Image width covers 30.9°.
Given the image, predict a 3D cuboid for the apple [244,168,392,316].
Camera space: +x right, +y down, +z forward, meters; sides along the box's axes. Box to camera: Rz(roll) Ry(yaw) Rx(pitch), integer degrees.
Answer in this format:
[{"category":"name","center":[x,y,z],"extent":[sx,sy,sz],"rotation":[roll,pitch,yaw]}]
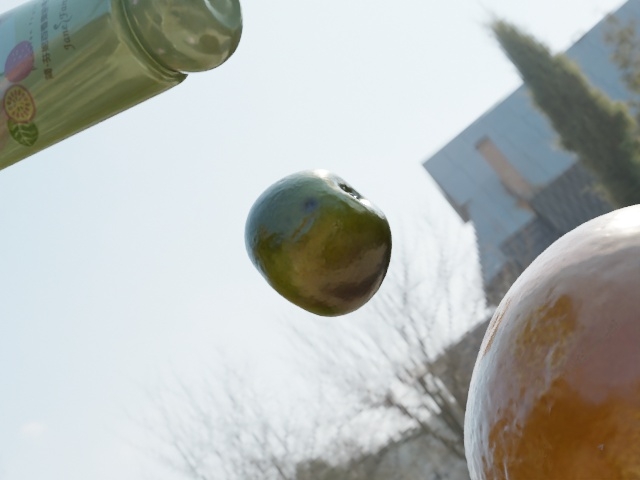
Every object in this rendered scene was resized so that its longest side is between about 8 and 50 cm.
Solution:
[{"category":"apple","center":[0.000,0.000,1.488],"extent":[0.157,0.196,0.196],"rotation":[-52,-17,13]}]

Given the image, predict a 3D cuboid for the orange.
[{"category":"orange","center":[0.246,0.123,0.768],"extent":[0.312,0.312,0.312],"rotation":[-36,-14,-10]}]

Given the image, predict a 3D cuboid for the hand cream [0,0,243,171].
[{"category":"hand cream","center":[-0.196,-0.123,0.837],"extent":[0.305,0.147,0.093],"rotation":[-19,-25,27]}]
